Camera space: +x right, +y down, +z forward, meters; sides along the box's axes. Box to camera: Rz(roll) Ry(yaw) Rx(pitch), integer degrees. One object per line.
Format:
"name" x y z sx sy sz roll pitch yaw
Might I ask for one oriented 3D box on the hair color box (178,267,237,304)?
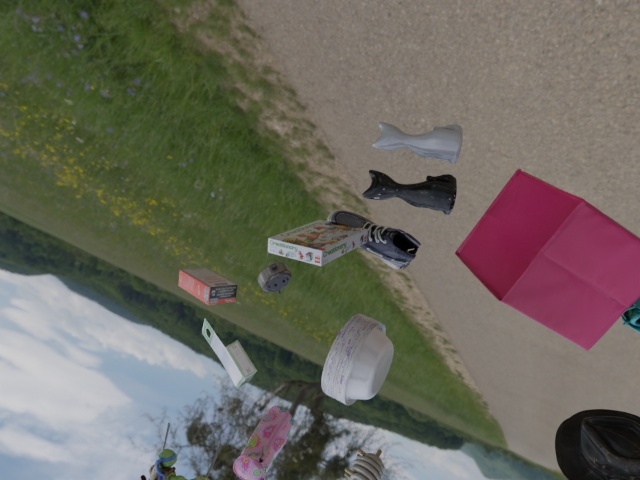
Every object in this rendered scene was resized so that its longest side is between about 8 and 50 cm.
"hair color box" -0.257 0.101 1.037 0.072 0.043 0.141 -1 -167 -43

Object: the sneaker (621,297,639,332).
"sneaker" 0.687 0.135 0.987 0.275 0.110 0.107 -128 31 -49

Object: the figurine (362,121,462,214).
"figurine" 0.219 -0.181 1.090 0.209 0.214 0.092 9 166 7

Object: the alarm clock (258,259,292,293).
"alarm clock" -0.176 0.137 1.783 0.064 0.129 0.192 54 159 35

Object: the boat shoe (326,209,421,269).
"boat shoe" 0.192 -0.025 1.607 0.341 0.127 0.158 28 158 -5

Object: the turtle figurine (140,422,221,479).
"turtle figurine" -0.425 0.735 1.370 0.198 0.266 0.275 10 179 -2

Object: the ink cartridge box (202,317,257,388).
"ink cartridge box" -0.309 0.368 1.529 0.235 0.056 0.171 55 150 14

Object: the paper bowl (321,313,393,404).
"paper bowl" 0.135 0.392 1.478 0.148 0.284 0.284 20 165 26

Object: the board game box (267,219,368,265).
"board game box" 0.000 0.000 1.467 0.193 0.053 0.305 12 -161 28

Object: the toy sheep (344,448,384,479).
"toy sheep" 0.117 0.582 1.159 0.091 0.132 0.091 27 141 24

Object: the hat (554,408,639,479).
"hat" 0.827 0.579 1.292 0.331 0.331 0.134 10 138 51

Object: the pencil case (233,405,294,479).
"pencil case" -0.191 0.713 1.610 0.124 0.124 0.284 24 -156 11

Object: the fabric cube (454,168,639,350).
"fabric cube" 0.514 0.033 1.017 0.258 0.259 0.254 29 -163 -15
